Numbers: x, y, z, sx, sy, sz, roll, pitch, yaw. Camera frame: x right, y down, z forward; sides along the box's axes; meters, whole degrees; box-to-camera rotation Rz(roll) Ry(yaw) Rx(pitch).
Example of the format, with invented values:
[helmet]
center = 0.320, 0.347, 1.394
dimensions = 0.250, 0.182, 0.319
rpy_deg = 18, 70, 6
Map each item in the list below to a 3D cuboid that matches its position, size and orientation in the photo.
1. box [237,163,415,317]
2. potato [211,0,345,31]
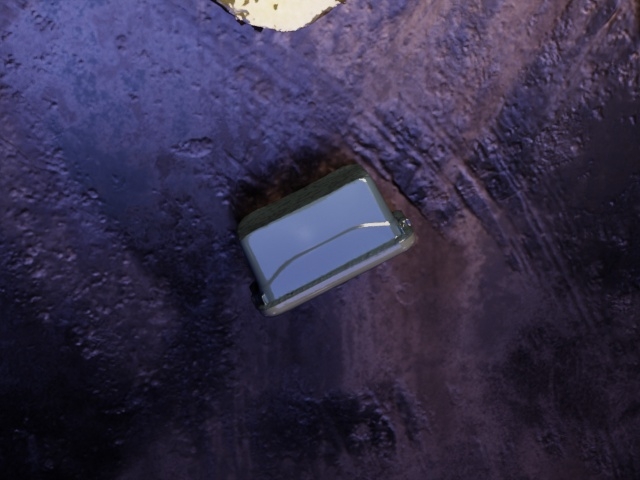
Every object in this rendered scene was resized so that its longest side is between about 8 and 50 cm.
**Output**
[box]
center = 0.000, 0.000, 1.571
dimensions = 0.227, 0.162, 0.130
rpy_deg = -28, 102, 1
[potato]
center = -0.079, -0.387, 1.429
dimensions = 0.239, 0.116, 0.299
rpy_deg = -41, 100, -5
